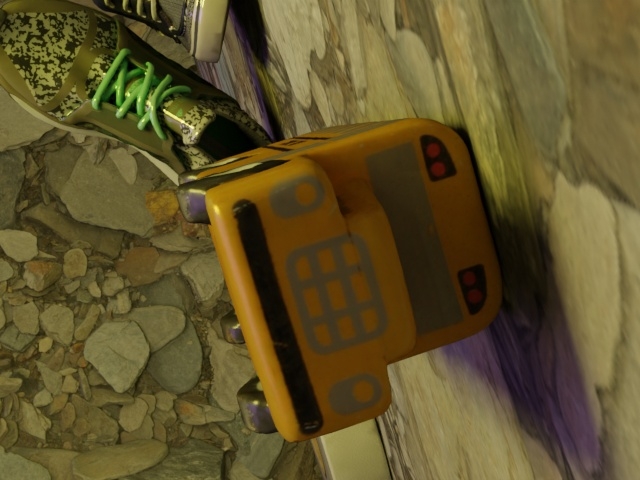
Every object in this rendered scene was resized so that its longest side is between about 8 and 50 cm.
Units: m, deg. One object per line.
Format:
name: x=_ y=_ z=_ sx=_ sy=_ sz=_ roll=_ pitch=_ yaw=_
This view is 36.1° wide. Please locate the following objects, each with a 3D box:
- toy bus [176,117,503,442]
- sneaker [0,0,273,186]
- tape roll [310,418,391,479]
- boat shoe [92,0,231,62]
toy bus: x=0.000 y=0.000 z=0.526 sx=0.333 sy=0.130 sz=0.108 roll=-146 pitch=40 yaw=-80
sneaker: x=-0.189 y=-0.164 z=1.160 sx=0.182 sy=0.410 sz=0.158 roll=10 pitch=75 yaw=61
tape roll: x=0.008 y=0.209 z=1.321 sx=0.392 sy=0.072 sz=0.392 roll=163 pitch=90 yaw=-85
boat shoe: x=-0.191 y=-0.287 z=1.150 sx=0.340 sy=0.158 sz=0.127 roll=-129 pitch=49 yaw=-74
